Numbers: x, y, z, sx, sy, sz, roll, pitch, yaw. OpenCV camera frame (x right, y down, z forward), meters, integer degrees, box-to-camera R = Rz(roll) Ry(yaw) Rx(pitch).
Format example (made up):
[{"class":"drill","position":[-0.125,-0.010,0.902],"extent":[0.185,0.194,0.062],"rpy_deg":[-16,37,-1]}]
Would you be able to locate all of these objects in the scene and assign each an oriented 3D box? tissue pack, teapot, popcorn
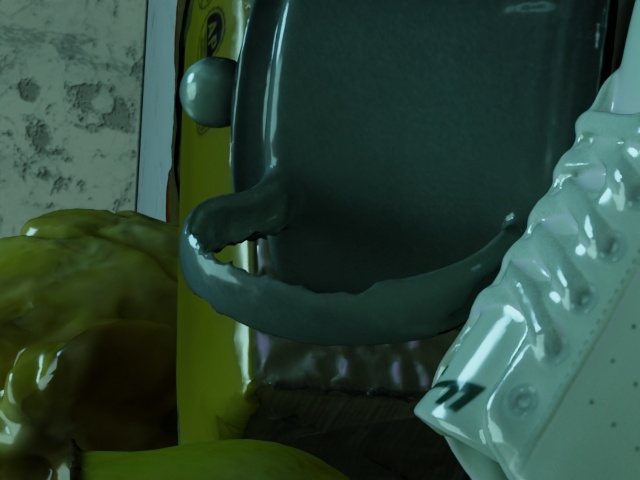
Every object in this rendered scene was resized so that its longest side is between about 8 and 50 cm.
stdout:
[{"class":"tissue pack","position":[0.000,0.000,0.957],"extent":[0.192,0.134,0.271],"rpy_deg":[108,163,-57]},{"class":"teapot","position":[0.022,-0.041,0.671],"extent":[0.239,0.149,0.162],"rpy_deg":[-70,-15,-54]},{"class":"popcorn","position":[-0.103,0.102,1.119],"extent":[0.225,0.265,0.332],"rpy_deg":[-28,19,40]}]

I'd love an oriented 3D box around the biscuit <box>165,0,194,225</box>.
[{"class":"biscuit","position":[-0.093,-0.144,1.722],"extent":[0.394,0.076,0.368],"rpy_deg":[-171,84,-80]}]

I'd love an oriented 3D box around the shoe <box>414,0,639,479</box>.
[{"class":"shoe","position":[0.084,0.026,0.549],"extent":[0.095,0.110,0.265],"rpy_deg":[180,91,-81]}]

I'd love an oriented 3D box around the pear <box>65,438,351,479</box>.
[{"class":"pear","position":[-0.005,0.268,0.721],"extent":[0.340,0.191,0.386],"rpy_deg":[122,150,-78]}]
